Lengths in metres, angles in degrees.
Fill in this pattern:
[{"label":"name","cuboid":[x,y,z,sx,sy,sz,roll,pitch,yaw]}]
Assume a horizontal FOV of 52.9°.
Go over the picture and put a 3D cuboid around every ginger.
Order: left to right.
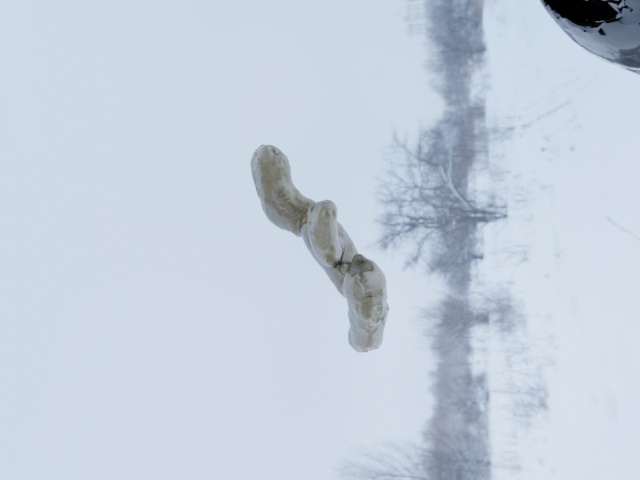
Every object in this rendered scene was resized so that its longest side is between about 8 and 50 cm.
[{"label":"ginger","cuboid":[0.004,-0.001,0.679,0.259,0.065,0.149,61,164,4]}]

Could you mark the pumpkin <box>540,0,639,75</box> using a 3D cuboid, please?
[{"label":"pumpkin","cuboid":[0.250,-0.249,0.376,0.192,0.320,0.320,-151,55,-62]}]
